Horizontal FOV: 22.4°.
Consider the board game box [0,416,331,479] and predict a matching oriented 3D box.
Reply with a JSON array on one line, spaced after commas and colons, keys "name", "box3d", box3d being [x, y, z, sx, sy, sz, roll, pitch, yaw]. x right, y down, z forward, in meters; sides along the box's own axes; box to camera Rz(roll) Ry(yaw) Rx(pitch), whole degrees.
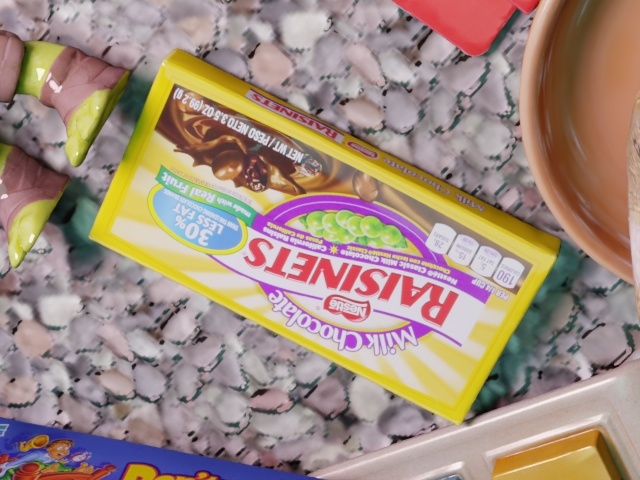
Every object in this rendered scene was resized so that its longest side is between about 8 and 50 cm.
[{"name": "board game box", "box3d": [-0.026, 0.235, 0.821, 0.347, 0.078, 0.233, 9, 115, 14]}]

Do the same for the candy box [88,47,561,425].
[{"name": "candy box", "box3d": [0.000, 0.000, 0.775, 0.206, 0.027, 0.105, 26, 117, 1]}]

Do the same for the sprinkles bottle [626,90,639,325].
[{"name": "sprinkles bottle", "box3d": [0.298, -0.016, 0.593, 0.355, 0.121, 0.121, -5, 110, 3]}]

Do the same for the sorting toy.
[{"name": "sorting toy", "box3d": [0.111, 0.175, 0.815, 0.208, 0.038, 0.193, -23, 105, 18]}]

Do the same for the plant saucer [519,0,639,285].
[{"name": "plant saucer", "box3d": [0.179, -0.067, 0.659, 0.200, 0.037, 0.200, 0, 116, 0]}]

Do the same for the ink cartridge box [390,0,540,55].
[{"name": "ink cartridge box", "box3d": [0.076, -0.190, 0.657, 0.134, 0.078, 0.231, 35, 114, -3]}]

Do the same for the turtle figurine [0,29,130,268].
[{"name": "turtle figurine", "box3d": [-0.215, -0.077, 0.756, 0.217, 0.087, 0.269, 30, 105, -10]}]
